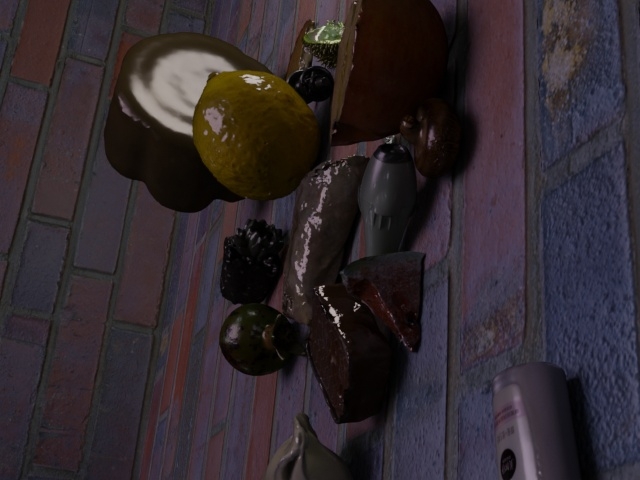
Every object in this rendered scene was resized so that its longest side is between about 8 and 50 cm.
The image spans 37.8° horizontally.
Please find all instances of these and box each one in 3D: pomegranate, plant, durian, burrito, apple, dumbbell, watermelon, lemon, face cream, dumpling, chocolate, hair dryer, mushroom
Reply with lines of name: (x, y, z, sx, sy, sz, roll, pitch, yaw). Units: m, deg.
pomegranate: (-0.116, 0.206, 1.862, 0.220, 0.156, 0.156, 25, 101, 62)
plant: (-0.161, 0.048, 2.144, 0.129, 0.132, 0.195, -109, 32, -56)
durian: (0.019, -0.440, 2.077, 0.100, 0.086, 0.215, -40, 27, 4)
burrito: (-0.006, -0.004, 1.753, 0.175, 0.107, 0.348, 28, 106, 58)
apple: (0.111, -0.267, 1.468, 0.293, 0.163, 0.252, 162, 115, -87)
dumbbell: (-0.025, -0.346, 2.087, 0.254, 0.081, 0.082, -162, 86, -73)
watermelon: (0.117, 0.084, 1.396, 0.158, 0.121, 0.098, 48, 157, 15)
lemon: (-0.143, -0.232, 2.029, 0.322, 0.268, 0.268, 52, 139, 20)
face cream: (0.216, 0.257, 0.906, 0.107, 0.073, 0.269, 115, 160, -56)
dumpling: (-0.017, 0.377, 1.435, 0.193, 0.146, 0.258, -70, -25, -59)
chocolate: (0.045, 0.170, 1.439, 0.214, 0.093, 0.149, -120, 29, -54)
hair dryer: (0.105, -0.049, 1.508, 0.267, 0.092, 0.229, -67, -17, -79)
mushroom: (0.164, -0.149, 1.347, 0.126, 0.084, 0.109, -92, -21, -47)

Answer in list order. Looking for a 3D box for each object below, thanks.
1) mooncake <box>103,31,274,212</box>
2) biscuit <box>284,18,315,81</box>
mooncake: (-0.328, -0.310, 2.430, 0.262, 0.466, 0.467, 114, 161, -49)
biscuit: (-0.050, -0.430, 2.315, 0.176, 0.031, 0.229, -123, 51, -66)
